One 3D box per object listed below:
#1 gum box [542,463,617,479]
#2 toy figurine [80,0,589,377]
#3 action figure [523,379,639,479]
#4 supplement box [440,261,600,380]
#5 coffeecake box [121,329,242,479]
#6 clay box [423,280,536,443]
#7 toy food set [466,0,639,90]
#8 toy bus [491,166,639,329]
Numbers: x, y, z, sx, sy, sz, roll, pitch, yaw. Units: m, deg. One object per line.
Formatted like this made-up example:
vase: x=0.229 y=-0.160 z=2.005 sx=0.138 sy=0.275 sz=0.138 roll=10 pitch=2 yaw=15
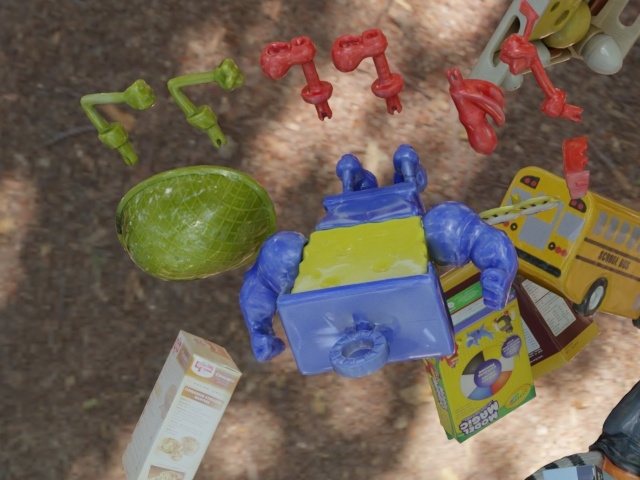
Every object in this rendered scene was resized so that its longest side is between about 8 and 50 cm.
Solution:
gum box: x=0.210 y=0.255 z=1.011 sx=0.041 sy=0.184 sz=0.157 roll=-10 pitch=71 yaw=19
toy figurine: x=0.000 y=0.000 z=0.924 sx=0.362 sy=0.191 sz=0.217 roll=-8 pitch=41 yaw=13
action figure: x=0.350 y=0.229 z=1.427 sx=0.330 sy=0.341 sz=0.178 roll=-42 pitch=97 yaw=-13
supplement box: x=0.262 y=0.113 z=2.016 sx=0.191 sy=0.129 sz=0.194 roll=-34 pitch=86 yaw=37
coffeecake box: x=-0.175 y=0.219 z=1.709 sx=0.185 sy=0.068 sz=0.142 roll=-65 pitch=15 yaw=3
clay box: x=0.202 y=0.162 z=1.757 sx=0.127 sy=0.222 sz=0.053 roll=-29 pitch=38 yaw=-14
toy food set: x=0.325 y=-0.268 z=1.728 sx=0.092 sy=0.306 sz=0.220 roll=47 pitch=134 yaw=20
toy bus: x=0.312 y=0.014 z=1.578 sx=0.108 sy=0.332 sz=0.130 roll=28 pitch=98 yaw=34
